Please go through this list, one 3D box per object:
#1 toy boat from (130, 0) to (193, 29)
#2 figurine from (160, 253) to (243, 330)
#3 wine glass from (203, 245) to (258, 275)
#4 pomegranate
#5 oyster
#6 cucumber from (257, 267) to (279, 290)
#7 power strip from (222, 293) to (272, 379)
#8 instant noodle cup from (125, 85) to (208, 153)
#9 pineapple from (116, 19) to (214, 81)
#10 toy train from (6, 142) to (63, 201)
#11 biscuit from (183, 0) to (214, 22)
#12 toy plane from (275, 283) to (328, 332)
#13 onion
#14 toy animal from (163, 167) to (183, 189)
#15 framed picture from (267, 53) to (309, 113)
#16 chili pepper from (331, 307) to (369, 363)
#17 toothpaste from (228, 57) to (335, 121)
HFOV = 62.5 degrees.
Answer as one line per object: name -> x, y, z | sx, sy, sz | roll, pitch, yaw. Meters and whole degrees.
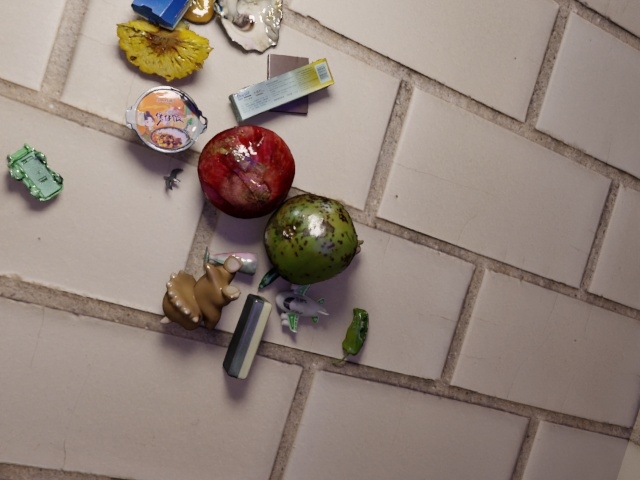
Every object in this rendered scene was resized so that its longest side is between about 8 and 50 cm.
toy boat -> -0.378, -0.701, 1.416 | 0.129, 0.088, 0.295 | 26, 75, 5
figurine -> -0.354, 0.149, 1.497 | 0.173, 0.247, 0.177 | 22, 47, -27
wine glass -> -0.269, 0.061, 1.585 | 0.155, 0.073, 0.073 | 11, 92, -21
pomegranate -> 0.000, 0.000, 1.597 | 0.341, 0.285, 0.284 | 11, 92, -53
oyster -> -0.210, -0.660, 1.518 | 0.214, 0.083, 0.222 | -7, 118, -25
cucumber -> -0.141, 0.102, 1.654 | 0.155, 0.037, 0.037 | -40, 107, -12
power strip -> -0.224, 0.296, 1.609 | 0.070, 0.105, 0.256 | 21, 89, -20
instant noodle cup -> -0.426, -0.328, 1.461 | 0.208, 0.125, 0.177 | 17, 91, -21
pineapple -> -0.429, -0.536, 1.465 | 0.250, 0.164, 0.139 | 4, 133, -16
toy train -> -0.752, -0.180, 1.392 | 0.099, 0.081, 0.149 | -40, 112, -12
biscuit -> -0.383, -0.736, 1.478 | 0.203, 0.041, 0.259 | -32, 103, -14
toy plane -> -0.061, 0.206, 1.671 | 0.174, 0.080, 0.173 | -2, 96, -17
onion -> -0.207, -0.190, 1.486 | 0.277, 0.276, 0.275 | -2, 96, -19
toy animal -> -0.430, -0.178, 1.526 | 0.028, 0.050, 0.084 | 63, 33, -45
framed picture -> -0.100, -0.478, 1.615 | 0.128, 0.023, 0.168 | -1, 96, -20
chili pepper -> 0.114, 0.328, 1.754 | 0.072, 0.073, 0.203 | 17, 91, -34
toothpaste -> -0.113, -0.446, 1.563 | 0.313, 0.071, 0.089 | -26, 106, -16
